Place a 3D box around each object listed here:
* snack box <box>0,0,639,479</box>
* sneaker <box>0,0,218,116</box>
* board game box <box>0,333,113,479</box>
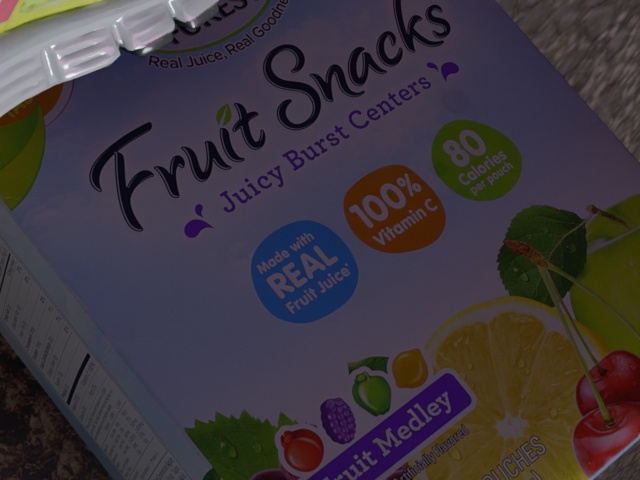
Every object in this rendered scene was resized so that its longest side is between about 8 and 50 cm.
[{"bbox_3d":[0.000,0.000,0.480,0.174,0.207,0.070,-34,167,-30],"label":"snack box"},{"bbox_3d":[-0.082,-0.085,0.388,0.208,0.081,0.094,-44,135,-38],"label":"sneaker"},{"bbox_3d":[-0.127,0.166,0.599,0.232,0.141,0.291,-41,155,-17],"label":"board game box"}]
